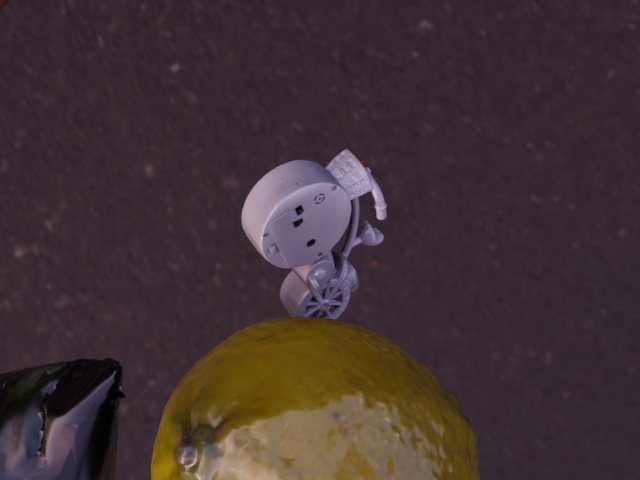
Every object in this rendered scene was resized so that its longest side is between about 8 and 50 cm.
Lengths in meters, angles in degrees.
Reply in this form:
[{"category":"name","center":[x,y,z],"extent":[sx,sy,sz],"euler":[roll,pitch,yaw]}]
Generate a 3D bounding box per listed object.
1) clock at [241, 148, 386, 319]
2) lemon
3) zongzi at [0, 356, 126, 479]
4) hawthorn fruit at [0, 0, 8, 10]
[{"category":"clock","center":[0.000,0.000,1.055],"extent":[0.087,0.041,0.129],"euler":[-30,138,-14]},{"category":"lemon","center":[-0.004,0.143,1.024],"extent":[0.231,0.192,0.192],"euler":[21,112,-43]},{"category":"zongzi","center":[-0.298,0.215,1.148],"extent":[0.319,0.362,0.384],"euler":[-41,140,-57]},{"category":"hawthorn fruit","center":[-0.247,-0.173,0.968],"extent":[0.172,0.148,0.148],"euler":[-34,132,18]}]
